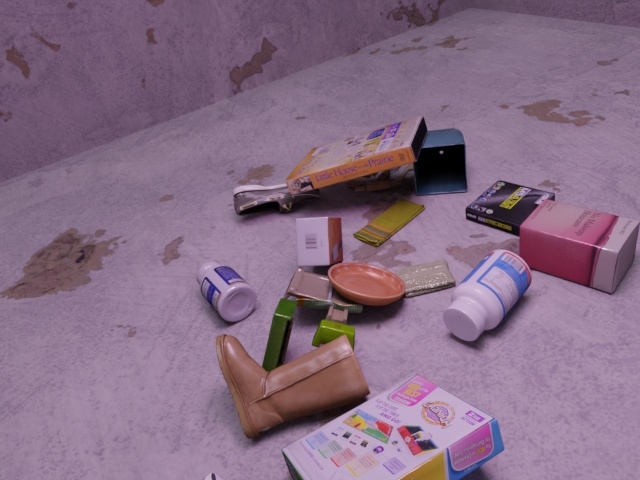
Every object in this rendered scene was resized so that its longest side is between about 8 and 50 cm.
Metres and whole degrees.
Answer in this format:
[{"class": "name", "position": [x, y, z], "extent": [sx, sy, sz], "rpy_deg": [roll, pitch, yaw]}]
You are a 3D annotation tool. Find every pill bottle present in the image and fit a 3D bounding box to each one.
[{"class": "pill bottle", "position": [-0.265, 0.132, 1.442], "extent": [0.112, 0.112, 0.186], "rpy_deg": [-30, 38, -22]}, {"class": "pill bottle", "position": [0.381, 0.128, 1.213], "extent": [0.124, 0.124, 0.221], "rpy_deg": [23, 48, 41]}]

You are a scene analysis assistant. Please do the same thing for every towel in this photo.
[{"class": "towel", "position": [0.214, -0.062, 1.631], "extent": [0.237, 0.021, 0.102], "rpy_deg": [-36, 41, -29]}, {"class": "towel", "position": [0.272, 0.097, 1.380], "extent": [0.147, 0.027, 0.110], "rpy_deg": [-12, 35, 3]}]

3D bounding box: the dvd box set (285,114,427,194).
[{"class": "dvd box set", "position": [0.123, -0.278, 1.705], "extent": [0.419, 0.062, 0.308], "rpy_deg": [-13, 24, 24]}]

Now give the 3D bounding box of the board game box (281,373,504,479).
[{"class": "board game box", "position": [0.118, 0.367, 0.924], "extent": [0.316, 0.064, 0.242], "rpy_deg": [-23, 13, -19]}]

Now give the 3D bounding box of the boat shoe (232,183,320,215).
[{"class": "boat shoe", "position": [-0.146, -0.140, 1.806], "extent": [0.304, 0.109, 0.091], "rpy_deg": [-5, 74, -8]}]

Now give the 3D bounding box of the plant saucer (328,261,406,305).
[{"class": "plant saucer", "position": [0.114, 0.112, 1.327], "extent": [0.199, 0.037, 0.200], "rpy_deg": [9, 20, -3]}]

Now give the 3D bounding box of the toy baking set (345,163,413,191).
[{"class": "toy baking set", "position": [0.216, -0.237, 1.871], "extent": [0.255, 0.030, 0.197], "rpy_deg": [-7, 35, 10]}]

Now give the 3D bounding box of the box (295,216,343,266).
[{"class": "box", "position": [0.000, 0.000, 1.461], "extent": [0.090, 0.130, 0.170], "rpy_deg": [-3, 2, 15]}]

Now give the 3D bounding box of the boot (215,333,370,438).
[{"class": "boot", "position": [-0.062, 0.265, 1.115], "extent": [0.269, 0.089, 0.236], "rpy_deg": [-23, 79, 0]}]

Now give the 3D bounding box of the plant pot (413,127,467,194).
[{"class": "plant pot", "position": [0.401, -0.283, 1.766], "extent": [0.165, 0.166, 0.234], "rpy_deg": [-3, 30, 15]}]

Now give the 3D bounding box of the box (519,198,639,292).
[{"class": "box", "position": [0.630, 0.007, 1.294], "extent": [0.232, 0.127, 0.148], "rpy_deg": [20, 46, 40]}]

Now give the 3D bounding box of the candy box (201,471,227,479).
[{"class": "candy box", "position": [-0.200, 0.518, 0.859], "extent": [0.164, 0.070, 0.196], "rpy_deg": [-40, 36, 2]}]

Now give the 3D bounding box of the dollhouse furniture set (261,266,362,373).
[{"class": "dollhouse furniture set", "position": [-0.007, 0.203, 1.295], "extent": [0.197, 0.152, 0.301], "rpy_deg": [13, 20, 3]}]

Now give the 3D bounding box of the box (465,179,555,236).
[{"class": "box", "position": [0.557, -0.100, 1.545], "extent": [0.190, 0.045, 0.184], "rpy_deg": [-36, 38, -28]}]
